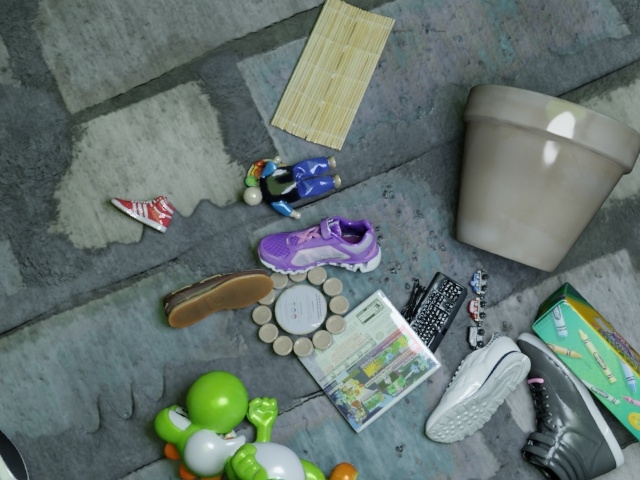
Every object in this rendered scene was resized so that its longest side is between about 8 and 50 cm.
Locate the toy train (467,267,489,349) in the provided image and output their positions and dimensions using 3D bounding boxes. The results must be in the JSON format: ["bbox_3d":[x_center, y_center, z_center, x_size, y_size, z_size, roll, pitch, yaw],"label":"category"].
[{"bbox_3d":[0.300,0.131,1.533,0.036,0.027,0.158,5,77,9],"label":"toy train"}]

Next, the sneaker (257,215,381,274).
[{"bbox_3d":[0.000,0.000,1.496,0.237,0.104,0.095,-2,54,-5],"label":"sneaker"}]

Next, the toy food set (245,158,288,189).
[{"bbox_3d":[-0.103,-0.121,1.571,0.083,0.020,0.082,26,78,3],"label":"toy food set"}]

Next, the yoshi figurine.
[{"bbox_3d":[-0.112,0.351,1.385,0.362,0.203,0.203,26,58,11],"label":"yoshi figurine"}]

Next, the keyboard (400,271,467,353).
[{"bbox_3d":[0.198,0.148,1.518,0.100,0.038,0.192,30,77,4],"label":"keyboard"}]

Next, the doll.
[{"bbox_3d":[-0.057,-0.104,1.541,0.189,0.046,0.129,-16,95,-14],"label":"doll"}]

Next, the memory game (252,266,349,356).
[{"bbox_3d":[-0.037,0.130,1.501,0.186,0.012,0.186,-3,66,8],"label":"memory game"}]

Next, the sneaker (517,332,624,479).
[{"bbox_3d":[0.414,0.319,1.454,0.147,0.104,0.295,-30,85,-14],"label":"sneaker"}]

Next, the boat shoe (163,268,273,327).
[{"bbox_3d":[-0.194,0.094,1.493,0.207,0.073,0.073,-17,37,-11],"label":"boat shoe"}]

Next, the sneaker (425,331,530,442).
[{"bbox_3d":[0.278,0.274,1.476,0.235,0.090,0.095,-44,39,4],"label":"sneaker"}]

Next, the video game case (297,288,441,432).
[{"bbox_3d":[0.090,0.223,1.487,0.201,0.023,0.183,-39,82,0],"label":"video game case"}]

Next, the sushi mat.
[{"bbox_3d":[0.026,-0.342,1.627,0.152,0.019,0.316,23,78,1],"label":"sushi mat"}]

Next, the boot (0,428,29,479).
[{"bbox_3d":[-0.638,0.391,1.395,0.176,0.088,0.244,-43,72,-10],"label":"boot"}]

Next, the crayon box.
[{"bbox_3d":[0.512,0.215,1.446,0.278,0.165,0.081,47,110,7],"label":"crayon box"}]

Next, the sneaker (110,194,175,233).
[{"bbox_3d":[-0.338,-0.068,1.536,0.119,0.042,0.067,28,81,-4],"label":"sneaker"}]

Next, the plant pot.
[{"bbox_3d":[0.386,-0.100,1.469,0.323,0.323,0.280,18,93,1],"label":"plant pot"}]
